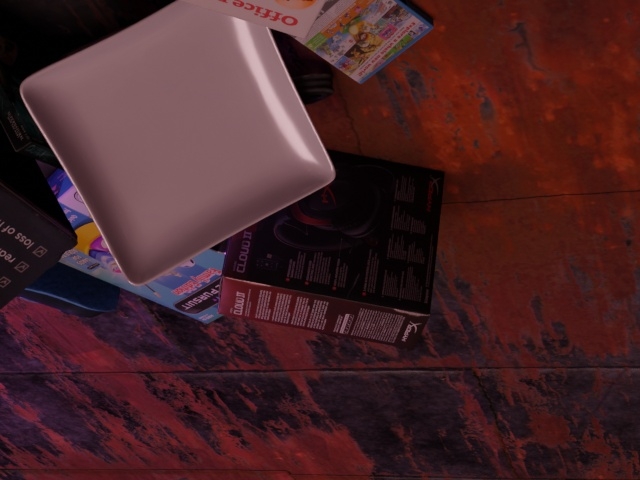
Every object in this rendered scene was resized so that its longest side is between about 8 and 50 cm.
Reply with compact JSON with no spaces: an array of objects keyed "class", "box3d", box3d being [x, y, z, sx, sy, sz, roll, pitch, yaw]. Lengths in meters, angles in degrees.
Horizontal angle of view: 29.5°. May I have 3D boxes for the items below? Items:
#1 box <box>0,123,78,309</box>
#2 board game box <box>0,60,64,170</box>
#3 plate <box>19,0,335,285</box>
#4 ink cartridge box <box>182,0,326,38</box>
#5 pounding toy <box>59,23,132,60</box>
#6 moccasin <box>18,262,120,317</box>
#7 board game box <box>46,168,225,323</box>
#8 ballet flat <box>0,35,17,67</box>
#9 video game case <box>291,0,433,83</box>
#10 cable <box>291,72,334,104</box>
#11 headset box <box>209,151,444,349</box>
[{"class":"box","box3d":[-0.631,-0.036,1.376,0.472,0.297,0.480,-41,141,4]},{"class":"board game box","box3d":[-0.343,-0.148,1.453,0.026,0.126,0.186,-31,170,6]},{"class":"plate","box3d":[-0.156,-0.125,1.372,0.278,0.045,0.277,-30,116,-8]},{"class":"ink cartridge box","box3d":[-0.044,-0.330,1.085,0.171,0.168,0.232,16,149,-12]},{"class":"pounding toy","box3d":[-0.244,-0.183,1.438,0.130,0.141,0.100,-17,121,30]},{"class":"moccasin","box3d":[-0.467,0.045,1.856,0.117,0.137,0.342,-14,141,41]},{"class":"board game box","box3d":[-0.239,-0.003,1.752,0.336,0.079,0.254,26,149,-24]},{"class":"ballet flat","box3d":[-0.444,-0.262,1.426,0.067,0.073,0.206,-42,130,20]},{"class":"video game case","box3d":[0.025,-0.248,1.332,0.166,0.015,0.119,31,132,-31]},{"class":"cable","box3d":[-0.129,-0.169,1.471,0.287,0.072,0.139,-20,165,28]},{"class":"headset box","box3d":[0.000,0.000,1.570,0.293,0.218,0.110,10,149,-3]}]
